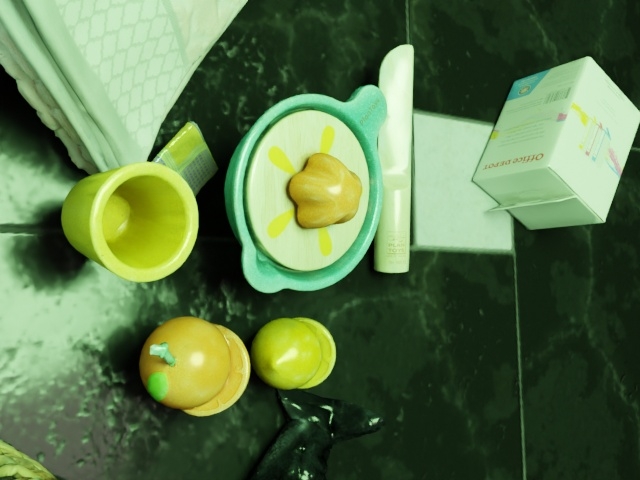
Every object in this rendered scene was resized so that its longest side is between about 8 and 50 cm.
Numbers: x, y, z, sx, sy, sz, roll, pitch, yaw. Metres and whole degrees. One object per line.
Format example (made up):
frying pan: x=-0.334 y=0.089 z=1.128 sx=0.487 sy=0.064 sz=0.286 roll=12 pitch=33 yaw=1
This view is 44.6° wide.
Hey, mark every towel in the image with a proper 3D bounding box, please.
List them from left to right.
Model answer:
towel: x=-0.097 y=-0.239 z=0.440 sx=0.316 sy=0.053 sz=0.331 roll=-63 pitch=161 yaw=-22
towel: x=-0.103 y=-0.037 z=0.538 sx=0.083 sy=0.009 sz=0.060 roll=-54 pitch=155 yaw=-24

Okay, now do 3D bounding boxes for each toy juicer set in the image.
toy juicer set: x=0.000 y=0.000 z=0.553 sx=0.329 sy=0.090 sz=0.209 roll=-30 pitch=114 yaw=-36

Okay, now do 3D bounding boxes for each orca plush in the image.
orca plush: x=-0.011 y=0.250 z=0.532 sx=0.151 sy=0.102 sz=0.287 roll=39 pitch=65 yaw=-24

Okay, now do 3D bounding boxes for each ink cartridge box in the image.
ink cartridge box: x=0.218 y=-0.079 z=0.728 sx=0.090 sy=0.092 sz=0.143 roll=36 pitch=68 yaw=-26

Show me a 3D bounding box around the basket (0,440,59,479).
basket: x=-0.233 y=0.243 z=0.393 sx=0.299 sy=0.223 sz=0.213 roll=-60 pitch=149 yaw=-23
